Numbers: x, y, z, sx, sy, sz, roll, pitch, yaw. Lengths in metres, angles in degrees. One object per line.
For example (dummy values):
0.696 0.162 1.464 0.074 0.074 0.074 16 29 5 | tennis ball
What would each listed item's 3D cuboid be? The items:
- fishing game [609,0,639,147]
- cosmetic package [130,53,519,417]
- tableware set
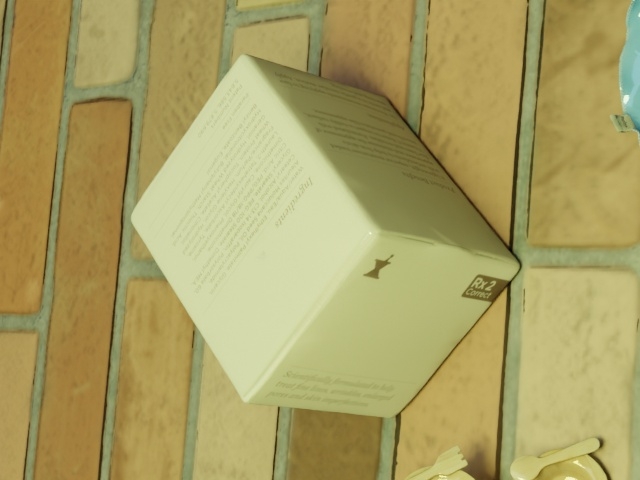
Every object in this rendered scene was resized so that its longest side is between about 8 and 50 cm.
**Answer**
0.250 -0.116 0.908 0.189 0.041 0.264 -41 57 27 | fishing game
0.000 0.000 1.039 0.151 0.151 0.184 -52 51 23 | cosmetic package
0.118 0.201 0.944 0.141 0.020 0.169 -15 67 8 | tableware set
